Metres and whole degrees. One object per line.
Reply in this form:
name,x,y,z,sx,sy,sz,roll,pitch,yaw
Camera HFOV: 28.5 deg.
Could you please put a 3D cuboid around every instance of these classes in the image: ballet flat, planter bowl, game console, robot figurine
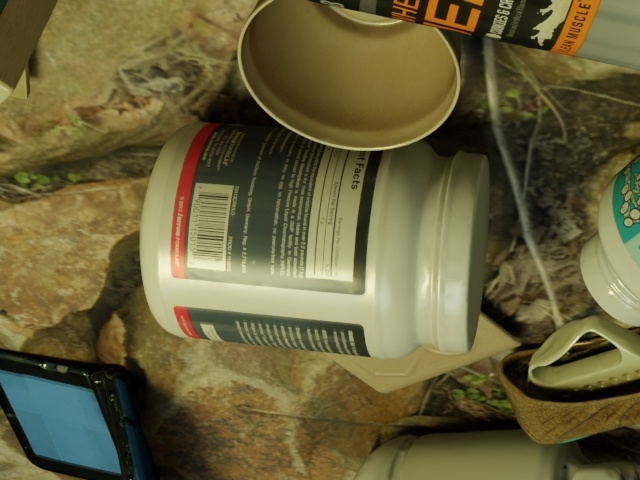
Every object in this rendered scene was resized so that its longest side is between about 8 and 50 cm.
ballet flat,0.309,0.111,1.202,0.342,0.116,0.124,-20,124,43
planter bowl,0.030,-0.160,0.932,0.162,0.109,0.162,9,143,7
game console,-0.297,0.291,1.571,0.173,0.250,0.293,-15,141,-6
robot figurine,0.177,0.315,1.416,0.354,0.199,0.300,-7,166,26

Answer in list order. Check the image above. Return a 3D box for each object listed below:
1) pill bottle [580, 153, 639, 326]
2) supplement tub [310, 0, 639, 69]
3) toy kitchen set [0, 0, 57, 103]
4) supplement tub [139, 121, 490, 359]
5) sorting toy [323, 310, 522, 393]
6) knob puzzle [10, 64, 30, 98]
pill bottle,0.316,-0.030,0.977,0.146,0.146,0.264,25,141,-14
supplement tub,0.091,-0.223,0.764,0.316,0.193,0.193,13,143,3
toy kitchen set,-0.338,-0.158,0.990,0.166,0.122,0.207,34,138,-25
supplement tub,0.000,0.000,1.078,0.272,0.191,0.191,5,142,12
sorting toy,0.072,0.082,1.294,0.208,0.038,0.193,33,139,-31
knob puzzle,-0.339,-0.206,1.056,0.213,0.030,0.213,9,143,7
